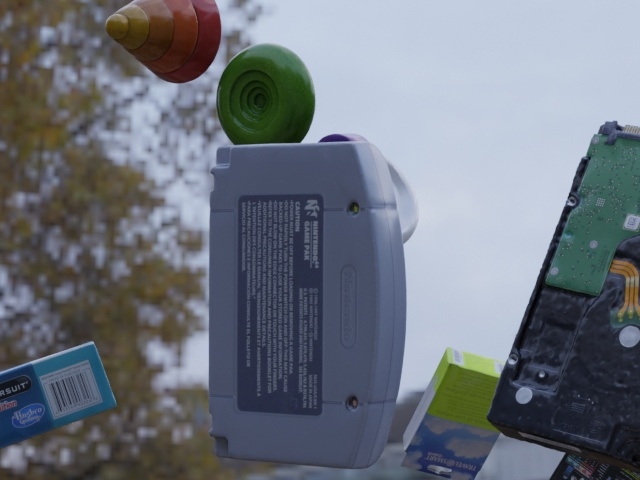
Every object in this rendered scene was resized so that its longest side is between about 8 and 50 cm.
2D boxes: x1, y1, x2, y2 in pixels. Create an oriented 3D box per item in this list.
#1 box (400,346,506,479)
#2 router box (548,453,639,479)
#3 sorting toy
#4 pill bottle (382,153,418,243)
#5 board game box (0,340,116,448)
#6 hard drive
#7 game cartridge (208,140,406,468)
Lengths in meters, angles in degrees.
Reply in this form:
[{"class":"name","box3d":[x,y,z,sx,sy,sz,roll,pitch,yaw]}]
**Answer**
[{"class":"box","box3d":[0.181,0.227,2.557,0.109,0.042,0.178,16,-57,-13]},{"class":"router box","box3d":[0.314,0.267,2.159,0.122,0.092,0.038,36,6,41]},{"class":"sorting toy","box3d":[-0.106,-0.164,2.139,0.126,0.365,0.127,-5,-51,-56]},{"class":"pill bottle","box3d":[0.000,0.000,2.284,0.131,0.131,0.229,15,-35,-27]},{"class":"board game box","box3d":[-0.392,0.202,2.218,0.254,0.079,0.336,-19,-2,-20]},{"class":"hard drive","box3d":[0.328,0.057,1.940,0.237,0.339,0.064,12,-17,32]},{"class":"game cartridge","box3d":[-0.014,0.057,1.809,0.196,0.294,0.060,1,0,40]}]
